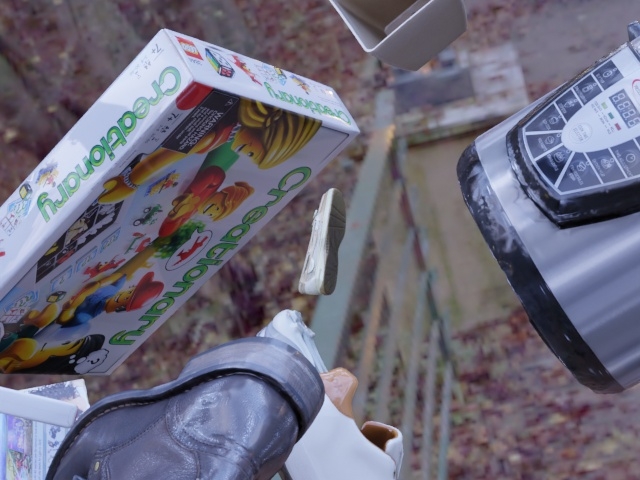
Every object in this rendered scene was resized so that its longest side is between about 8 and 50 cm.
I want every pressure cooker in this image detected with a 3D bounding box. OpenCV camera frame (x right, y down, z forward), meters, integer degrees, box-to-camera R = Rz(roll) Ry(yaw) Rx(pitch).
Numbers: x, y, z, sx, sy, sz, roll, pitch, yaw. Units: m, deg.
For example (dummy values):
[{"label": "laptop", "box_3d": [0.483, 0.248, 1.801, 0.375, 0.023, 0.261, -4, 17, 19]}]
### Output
[{"label": "pressure cooker", "box_3d": [0.418, -0.062, 1.497, 0.420, 0.370, 0.375, -31, 10, 14]}]

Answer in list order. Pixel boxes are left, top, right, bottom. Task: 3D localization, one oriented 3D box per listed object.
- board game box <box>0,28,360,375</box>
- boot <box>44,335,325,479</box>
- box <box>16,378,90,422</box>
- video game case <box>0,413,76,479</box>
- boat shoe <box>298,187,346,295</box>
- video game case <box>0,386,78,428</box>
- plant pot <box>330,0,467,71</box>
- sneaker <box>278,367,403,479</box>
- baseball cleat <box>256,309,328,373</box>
[{"label": "board game box", "box_3d": [-0.136, -0.011, 0.898, 0.305, 0.053, 0.193, -43, -27, 23]}, {"label": "boot", "box_3d": [-0.117, 0.170, 0.660, 0.263, 0.091, 0.229, -39, 13, 37]}, {"label": "box", "box_3d": [-0.440, 0.262, 1.753, 0.232, 0.058, 0.087, -11, 41, -16]}, {"label": "video game case", "box_3d": [-0.322, 0.359, 1.592, 0.061, 0.244, 0.269, -35, 45, 29]}, {"label": "boat shoe", "box_3d": [0.001, 0.001, 1.739, 0.048, 0.153, 0.056, 0, -11, 28]}, {"label": "video game case", "box_3d": [-0.342, 0.152, 1.238, 0.204, 0.025, 0.285, 15, -10, -9]}, {"label": "plant pot", "box_3d": [0.086, -0.236, 1.259, 0.109, 0.096, 0.109, -39, 57, 11]}, {"label": "sneaker", "box_3d": [0.046, 0.253, 1.185, 0.123, 0.290, 0.106, -29, 22, -16]}, {"label": "baseball cleat", "box_3d": [-0.034, 0.191, 1.671, 0.109, 0.072, 0.206, -40, 43, 20]}]
